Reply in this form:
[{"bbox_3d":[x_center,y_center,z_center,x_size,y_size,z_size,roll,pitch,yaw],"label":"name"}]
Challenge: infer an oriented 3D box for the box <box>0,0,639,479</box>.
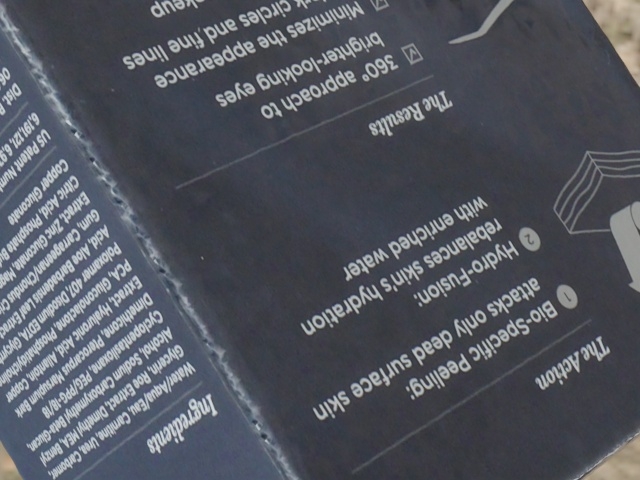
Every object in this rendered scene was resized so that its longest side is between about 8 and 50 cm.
[{"bbox_3d":[0.000,0.000,0.429,0.158,0.156,0.093,58,138,7],"label":"box"}]
